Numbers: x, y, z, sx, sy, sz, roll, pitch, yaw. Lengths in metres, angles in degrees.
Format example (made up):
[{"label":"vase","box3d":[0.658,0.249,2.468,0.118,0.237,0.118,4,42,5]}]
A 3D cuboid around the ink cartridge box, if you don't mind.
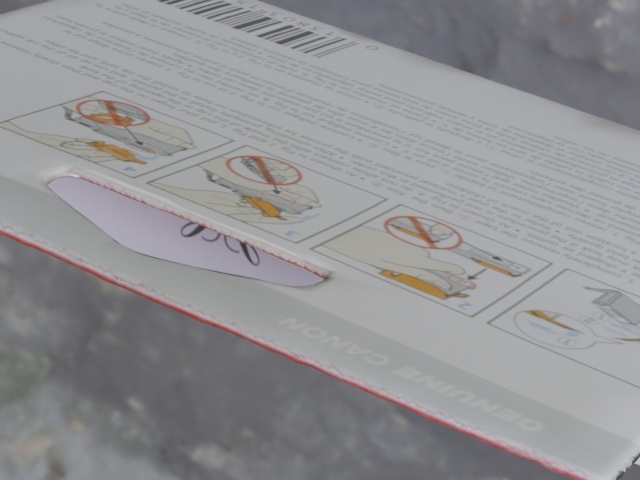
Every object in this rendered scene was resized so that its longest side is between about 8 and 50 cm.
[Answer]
[{"label":"ink cartridge box","box3d":[0.000,0.000,0.571,0.275,0.239,0.060,22,116,23]}]
